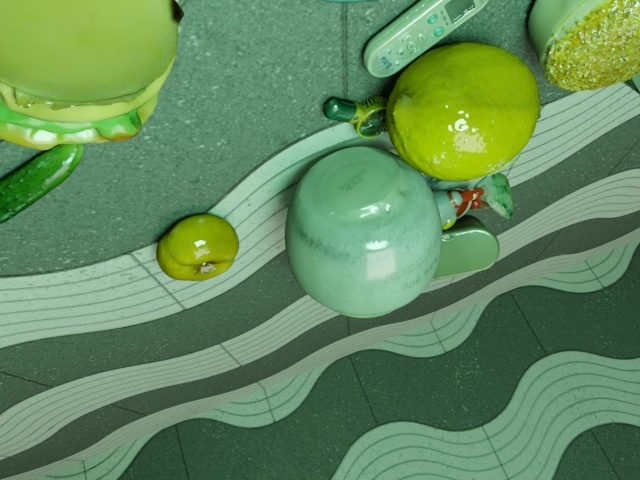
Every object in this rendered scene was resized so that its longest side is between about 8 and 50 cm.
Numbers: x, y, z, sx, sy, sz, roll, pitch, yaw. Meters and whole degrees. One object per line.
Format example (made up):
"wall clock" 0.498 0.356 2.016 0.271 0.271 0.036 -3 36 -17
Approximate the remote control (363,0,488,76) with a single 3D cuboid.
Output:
"remote control" 0.162 -0.336 0.760 0.221 0.042 0.078 -34 152 20

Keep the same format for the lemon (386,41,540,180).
"lemon" 0.241 -0.217 0.837 0.263 0.236 0.236 -17 155 -2

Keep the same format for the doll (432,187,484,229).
"doll" 0.311 -0.077 1.272 0.199 0.106 0.336 -27 172 33

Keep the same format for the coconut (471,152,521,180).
"coconut" 0.328 -0.214 1.023 0.147 0.153 0.147 -29 -173 4

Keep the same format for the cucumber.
"cucumber" -0.452 -0.074 0.743 0.250 0.056 0.056 -30 154 13

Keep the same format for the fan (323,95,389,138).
"fan" 0.071 -0.231 0.892 0.155 0.039 0.082 1 147 -39

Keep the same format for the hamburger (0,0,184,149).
"hamburger" -0.259 -0.194 0.489 0.237 0.237 0.149 -6 168 -33

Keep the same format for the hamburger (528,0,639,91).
"hamburger" 0.492 -0.369 0.805 0.275 0.179 0.294 -14 154 -14

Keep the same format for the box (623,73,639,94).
"box" 0.629 -0.378 0.989 0.172 0.124 0.093 5 133 -48

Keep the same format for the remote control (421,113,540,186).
"remote control" 0.332 -0.205 1.162 0.377 0.044 0.107 -33 150 19

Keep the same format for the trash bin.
"trash bin" 0.354 0.012 1.374 0.243 0.121 0.247 -12 -170 12

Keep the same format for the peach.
"peach" -0.254 0.018 1.038 0.179 0.103 0.179 -16 154 -8

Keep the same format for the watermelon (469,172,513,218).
"watermelon" 0.474 -0.141 1.415 0.097 0.121 0.158 18 180 -35

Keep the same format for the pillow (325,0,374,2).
"pillow" 0.060 -0.372 0.553 0.233 0.086 0.214 -15 149 -20

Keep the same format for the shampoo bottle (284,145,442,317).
"shampoo bottle" 0.086 -0.013 1.004 0.322 0.323 0.317 -19 149 -8
